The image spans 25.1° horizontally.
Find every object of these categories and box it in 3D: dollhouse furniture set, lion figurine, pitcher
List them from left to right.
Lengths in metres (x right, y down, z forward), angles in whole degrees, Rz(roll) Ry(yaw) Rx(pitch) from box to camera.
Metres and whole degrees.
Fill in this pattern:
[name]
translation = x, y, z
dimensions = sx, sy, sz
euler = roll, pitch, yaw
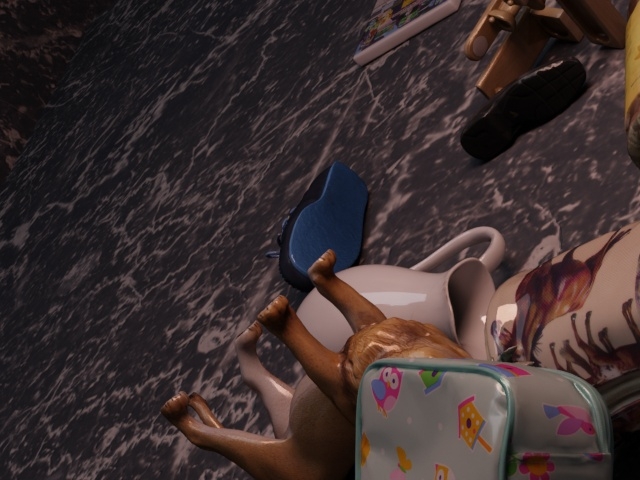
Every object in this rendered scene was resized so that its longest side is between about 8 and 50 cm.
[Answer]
[lion figurine]
translation = 0.013, 0.167, 1.384
dimensions = 0.142, 0.240, 0.392
euler = -42, -1, -35
[pitcher]
translation = 0.086, 0.064, 1.470
dimensions = 0.207, 0.125, 0.177
euler = -14, 32, 37
[dollhouse furniture set]
translation = 0.248, -0.222, 1.633
dimensions = 0.151, 0.144, 0.123
euler = 22, 76, 51

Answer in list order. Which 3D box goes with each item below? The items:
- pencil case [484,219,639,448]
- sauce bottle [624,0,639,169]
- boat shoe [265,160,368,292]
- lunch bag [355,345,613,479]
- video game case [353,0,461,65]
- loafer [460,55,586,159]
[pencil case]
translation = 0.312, 0.037, 1.053
dimensions = 0.410, 0.160, 0.183
euler = -28, 15, 39
[sauce bottle]
translation = 0.352, -0.196, 1.412
dimensions = 0.111, 0.111, 0.344
euler = -33, 29, 32
[boat shoe]
translation = 0.000, 0.000, 1.770
dimensions = 0.089, 0.109, 0.258
euler = -43, 6, 30
[lunch bag]
translation = 0.109, 0.215, 1.051
dimensions = 0.224, 0.108, 0.279
euler = -4, 83, 63
[video game case]
translation = 0.147, -0.362, 2.155
dimensions = 0.201, 0.023, 0.183
euler = -25, 32, 41
[loafer]
translation = 0.230, -0.162, 1.643
dimensions = 0.170, 0.062, 0.061
euler = -32, 23, 30
